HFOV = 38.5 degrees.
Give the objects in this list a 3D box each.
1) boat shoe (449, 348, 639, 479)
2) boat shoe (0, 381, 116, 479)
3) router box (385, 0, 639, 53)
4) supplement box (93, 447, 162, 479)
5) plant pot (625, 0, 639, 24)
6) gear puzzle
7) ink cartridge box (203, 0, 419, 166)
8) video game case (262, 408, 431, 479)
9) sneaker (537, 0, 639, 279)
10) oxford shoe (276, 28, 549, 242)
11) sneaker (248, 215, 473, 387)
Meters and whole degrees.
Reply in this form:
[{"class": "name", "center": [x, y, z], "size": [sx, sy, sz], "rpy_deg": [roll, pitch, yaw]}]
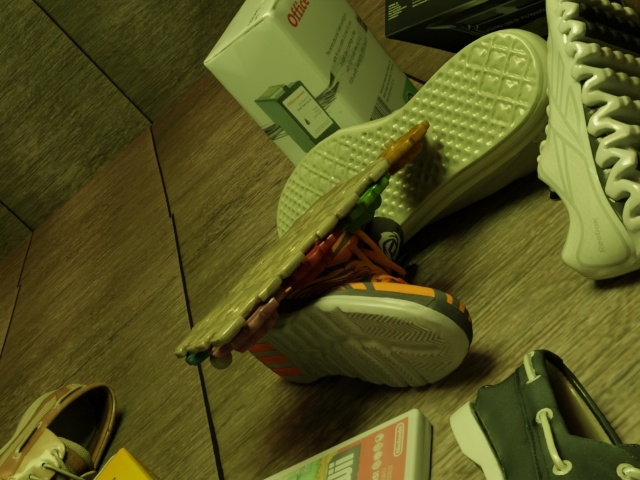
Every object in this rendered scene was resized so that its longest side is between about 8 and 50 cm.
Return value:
[{"class": "boat shoe", "center": [0.158, 0.150, 0.530], "size": [0.091, 0.114, 0.302], "rpy_deg": [-46, 22, 7]}, {"class": "boat shoe", "center": [-0.342, 0.288, 1.134], "size": [0.116, 0.123, 0.324], "rpy_deg": [-30, 26, 24]}, {"class": "router box", "center": [0.255, -0.271, 0.982], "size": [0.309, 0.242, 0.081], "rpy_deg": [-6, 81, 56]}, {"class": "supplement box", "center": [-0.051, 0.292, 0.483], "size": [0.195, 0.194, 0.356], "rpy_deg": [-51, 26, -12]}, {"class": "plant pot", "center": [0.394, -0.217, 0.726], "size": [0.215, 0.215, 0.230], "rpy_deg": [-39, 36, 8]}, {"class": "gear puzzle", "center": [0.000, 0.000, 0.891], "size": [0.339, 0.044, 0.175], "rpy_deg": [-47, 9, -25]}, {"class": "ink cartridge box", "center": [0.008, -0.202, 1.203], "size": [0.121, 0.289, 0.211], "rpy_deg": [-29, 25, 31]}, {"class": "video game case", "center": [-0.033, 0.270, 0.758], "size": [0.285, 0.025, 0.204], "rpy_deg": [-32, 24, 27]}, {"class": "sneaker", "center": [0.230, -0.104, 0.783], "size": [0.118, 0.110, 0.292], "rpy_deg": [-40, 47, 48]}, {"class": "oxford shoe", "center": [0.111, -0.081, 1.045], "size": [0.130, 0.169, 0.449], "rpy_deg": [-3, -22, -44]}, {"class": "sneaker", "center": [0.049, 0.041, 0.906], "size": [0.321, 0.124, 0.180], "rpy_deg": [-9, 41, 55]}]
